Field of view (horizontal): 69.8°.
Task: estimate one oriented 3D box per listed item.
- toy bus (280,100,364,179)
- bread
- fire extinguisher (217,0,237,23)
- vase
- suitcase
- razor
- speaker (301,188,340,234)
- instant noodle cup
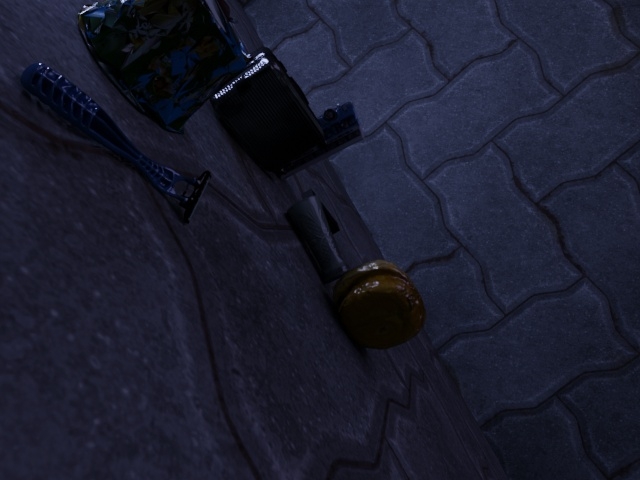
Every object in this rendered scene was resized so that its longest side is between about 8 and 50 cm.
[{"bbox_3d":[-0.020,-0.302,1.371,0.130,0.297,0.106,63,10,-16],"label":"toy bus"},{"bbox_3d":[0.146,0.163,1.115,0.236,0.198,0.120,56,17,-21],"label":"bread"},{"bbox_3d":[-0.405,-0.889,1.736,0.104,0.105,0.269,60,10,3],"label":"fire extinguisher"},{"bbox_3d":[0.000,0.000,1.196,0.219,0.096,0.096,64,11,8],"label":"vase"},{"bbox_3d":[-0.126,-0.319,1.178,0.312,0.202,0.128,49,15,-46],"label":"suitcase"},{"bbox_3d":[-0.237,-0.114,0.557,0.253,0.042,0.081,43,60,-51],"label":"razor"},{"bbox_3d":[0.004,-0.096,1.596,0.191,0.040,0.046,51,14,-39],"label":"speaker"},{"bbox_3d":[-0.237,-0.323,0.751,0.240,0.178,0.240,57,10,-16],"label":"instant noodle cup"}]
